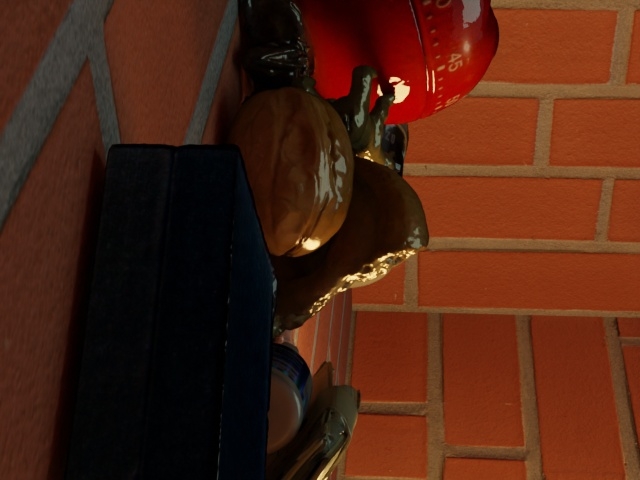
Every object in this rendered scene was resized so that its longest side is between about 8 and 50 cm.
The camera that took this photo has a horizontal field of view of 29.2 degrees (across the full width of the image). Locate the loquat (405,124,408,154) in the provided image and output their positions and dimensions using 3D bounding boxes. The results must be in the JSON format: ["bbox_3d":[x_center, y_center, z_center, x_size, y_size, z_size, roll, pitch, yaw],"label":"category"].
[{"bbox_3d":[0.041,-0.204,2.189,0.246,0.213,0.213,49,-15,25],"label":"loquat"}]

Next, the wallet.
[{"bbox_3d":[-0.038,0.283,1.528,0.223,0.077,0.309,-49,-177,11],"label":"wallet"}]

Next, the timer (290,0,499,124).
[{"bbox_3d":[0.083,-0.351,1.755,0.378,0.279,0.378,159,-90,-80],"label":"timer"}]

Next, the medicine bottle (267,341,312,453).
[{"bbox_3d":[-0.066,0.183,1.483,0.191,0.107,0.107,-55,146,-81],"label":"medicine bottle"}]

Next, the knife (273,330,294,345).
[{"bbox_3d":[-0.047,0.062,2.081,0.132,0.038,0.398,80,13,-54],"label":"knife"}]

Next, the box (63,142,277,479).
[{"bbox_3d":[-0.105,0.106,0.955,0.261,0.116,0.279,78,15,-65],"label":"box"}]

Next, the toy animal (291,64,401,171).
[{"bbox_3d":[0.046,-0.148,1.590,0.219,0.103,0.101,33,42,-71],"label":"toy animal"}]

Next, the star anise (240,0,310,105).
[{"bbox_3d":[-0.059,-0.230,1.628,0.236,0.093,0.229,-86,170,-73],"label":"star anise"}]

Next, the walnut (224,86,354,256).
[{"bbox_3d":[-0.038,-0.083,1.456,0.159,0.159,0.206,62,25,-80],"label":"walnut"}]

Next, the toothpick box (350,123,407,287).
[{"bbox_3d":[0.018,-0.058,1.945,0.229,0.229,0.316,79,14,-67],"label":"toothpick box"}]

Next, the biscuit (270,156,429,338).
[{"bbox_3d":[-0.001,-0.001,1.562,0.091,0.274,0.213,30,29,-41],"label":"biscuit"}]
